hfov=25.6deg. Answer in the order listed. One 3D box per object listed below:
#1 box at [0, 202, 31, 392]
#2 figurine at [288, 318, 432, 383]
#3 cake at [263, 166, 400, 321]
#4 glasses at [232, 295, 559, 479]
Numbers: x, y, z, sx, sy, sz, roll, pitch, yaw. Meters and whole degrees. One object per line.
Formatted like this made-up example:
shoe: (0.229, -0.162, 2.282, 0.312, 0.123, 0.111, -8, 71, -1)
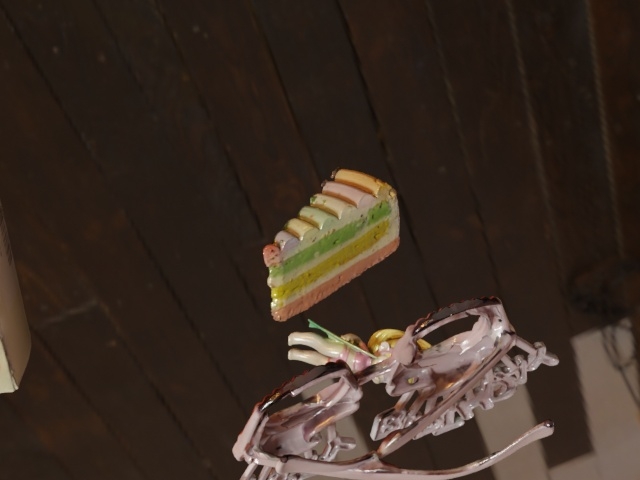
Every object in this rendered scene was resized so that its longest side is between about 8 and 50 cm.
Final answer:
box: (-0.285, -0.003, 0.875, 0.168, 0.095, 0.212, -8, 117, -1)
figurine: (0.052, 0.142, 1.792, 0.187, 0.083, 0.083, 7, 143, 15)
cake: (0.018, 0.004, 1.756, 0.090, 0.225, 0.109, 13, 129, 30)
glasses: (0.054, 0.127, 0.918, 0.255, 0.095, 0.162, -19, 157, -13)
